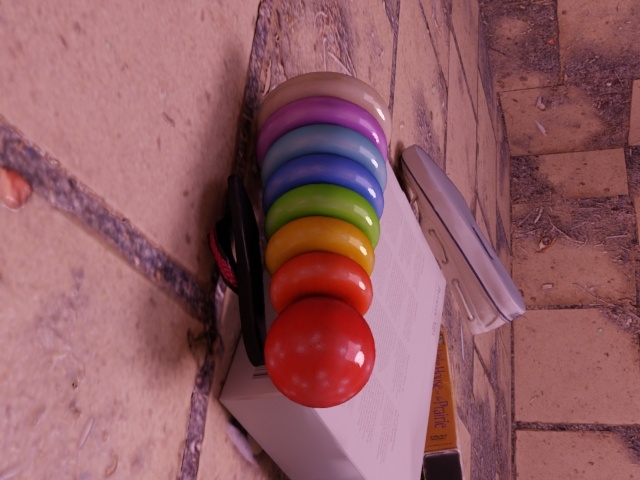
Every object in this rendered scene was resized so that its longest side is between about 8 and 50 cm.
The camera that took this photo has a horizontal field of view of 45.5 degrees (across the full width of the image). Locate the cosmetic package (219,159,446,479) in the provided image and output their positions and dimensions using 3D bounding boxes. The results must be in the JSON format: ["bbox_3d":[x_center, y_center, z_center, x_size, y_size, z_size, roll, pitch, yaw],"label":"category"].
[{"bbox_3d":[0.042,0.100,0.873,0.284,0.097,0.377,57,34,-35],"label":"cosmetic package"}]

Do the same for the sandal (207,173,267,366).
[{"bbox_3d":[-0.076,0.024,0.677,0.067,0.040,0.179,54,27,-72],"label":"sandal"}]

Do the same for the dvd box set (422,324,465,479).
[{"bbox_3d":[0.213,0.369,1.305,0.420,0.062,0.307,-73,154,-70],"label":"dvd box set"}]

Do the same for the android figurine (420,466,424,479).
[{"bbox_3d":[0.133,0.467,1.199,0.273,0.056,0.248,53,38,-60],"label":"android figurine"}]

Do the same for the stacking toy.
[{"bbox_3d":[0.000,0.000,0.693,0.141,0.141,0.330,64,21,-47],"label":"stacking toy"}]

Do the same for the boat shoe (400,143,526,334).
[{"bbox_3d":[0.213,0.009,1.391,0.367,0.156,0.136,60,21,11],"label":"boat shoe"}]
